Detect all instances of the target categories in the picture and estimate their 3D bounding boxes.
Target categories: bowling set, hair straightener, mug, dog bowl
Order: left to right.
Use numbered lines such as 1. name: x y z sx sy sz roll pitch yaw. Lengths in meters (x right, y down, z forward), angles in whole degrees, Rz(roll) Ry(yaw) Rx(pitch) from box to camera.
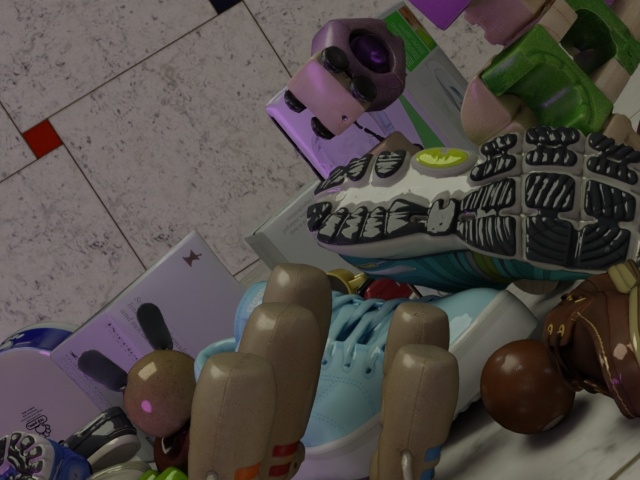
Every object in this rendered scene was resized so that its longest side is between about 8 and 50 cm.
1. dog bowl: -0.425 0.269 1.701 0.265 0.265 0.104 -38 8 19
2. mug: 0.028 0.067 1.420 0.078 0.062 0.064 8 15 19
3. hair straightener: 0.036 0.090 1.145 0.230 0.047 0.089 -51 12 -22
4. bowling set: 0.034 0.122 0.602 0.287 0.200 0.154 -47 -34 -76

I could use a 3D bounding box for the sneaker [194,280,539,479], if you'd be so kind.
1. sneaker: 0.001 0.092 0.819 0.366 0.150 0.135 -34 9 49

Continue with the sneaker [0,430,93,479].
1. sneaker: -0.383 0.387 1.296 0.330 0.130 0.147 -53 -39 6

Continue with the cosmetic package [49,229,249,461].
1. cosmetic package: -0.195 0.151 1.374 0.156 0.217 0.385 -43 4 -25

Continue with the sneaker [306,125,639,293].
1. sneaker: 0.125 -0.011 0.756 0.275 0.110 0.107 3 61 33

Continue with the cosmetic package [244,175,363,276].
1. cosmetic package: 0.000 0.000 1.590 0.151 0.151 0.183 -42 6 -12

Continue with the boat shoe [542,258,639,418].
1. boat shoe: 0.145 0.055 0.539 0.060 0.064 0.178 -23 3 14

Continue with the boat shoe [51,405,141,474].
1. boat shoe: -0.325 0.286 1.394 0.206 0.065 0.075 -32 -27 14

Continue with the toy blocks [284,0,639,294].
1. toy blocks: 0.200 -0.158 0.828 0.309 0.288 0.260 -38 9 46

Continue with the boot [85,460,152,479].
1. boot: -0.279 0.330 1.197 0.213 0.077 0.165 -35 5 -4

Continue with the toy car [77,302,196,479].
1. toy car: -0.156 0.165 1.096 0.155 0.188 0.149 -42 6 -27

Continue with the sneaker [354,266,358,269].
1. sneaker: 0.132 -0.043 1.353 0.234 0.078 0.106 -37 -3 -2

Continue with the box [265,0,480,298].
1. box: 0.095 -0.088 1.068 0.127 0.262 0.231 -37 5 22
